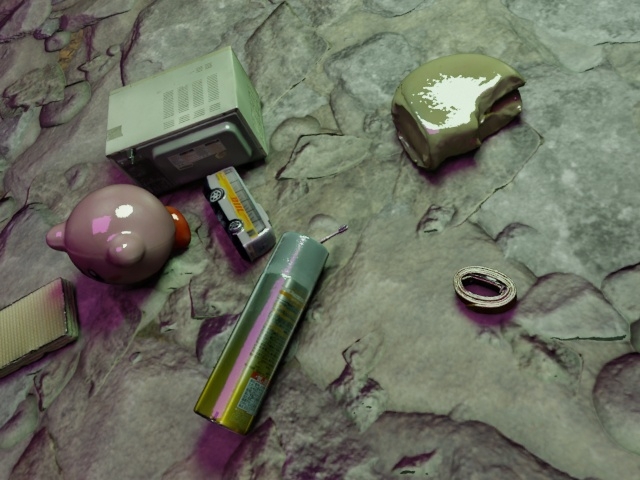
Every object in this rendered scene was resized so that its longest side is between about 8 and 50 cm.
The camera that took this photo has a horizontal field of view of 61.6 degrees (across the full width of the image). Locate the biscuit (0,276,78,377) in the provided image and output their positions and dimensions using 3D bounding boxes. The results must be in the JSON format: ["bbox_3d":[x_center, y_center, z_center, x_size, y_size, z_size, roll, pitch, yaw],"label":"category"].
[{"bbox_3d":[-0.510,0.156,0.915,0.200,0.040,0.121,-27,60,5],"label":"biscuit"}]

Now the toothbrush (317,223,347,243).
[{"bbox_3d":[0.000,0.000,0.846,0.097,0.008,0.006,-30,44,2],"label":"toothbrush"}]

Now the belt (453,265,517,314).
[{"bbox_3d":[0.219,0.067,0.721,0.083,0.036,0.059,17,71,27],"label":"belt"}]

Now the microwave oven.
[{"bbox_3d":[-0.232,-0.199,0.951,0.241,0.145,0.193,-17,60,9],"label":"microwave oven"}]

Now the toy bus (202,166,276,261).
[{"bbox_3d":[-0.135,-0.047,0.890,0.072,0.057,0.172,-29,57,-9],"label":"toy bus"}]

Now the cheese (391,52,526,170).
[{"bbox_3d":[0.215,-0.215,0.842,0.203,0.091,0.175,-24,60,5],"label":"cheese"}]

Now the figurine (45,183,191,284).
[{"bbox_3d":[-0.324,-0.008,0.866,0.174,0.173,0.173,-8,61,14],"label":"figurine"}]

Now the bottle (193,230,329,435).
[{"bbox_3d":[-0.078,0.124,0.762,0.082,0.082,0.285,17,69,25],"label":"bottle"}]
